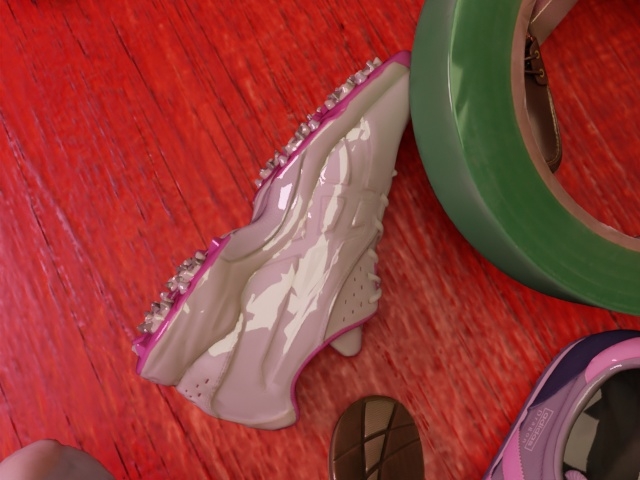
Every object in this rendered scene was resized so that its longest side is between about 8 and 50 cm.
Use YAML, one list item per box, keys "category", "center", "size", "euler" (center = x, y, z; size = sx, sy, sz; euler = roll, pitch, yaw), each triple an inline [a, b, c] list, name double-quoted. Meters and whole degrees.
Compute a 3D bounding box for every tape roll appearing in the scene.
- category: "tape roll"
  center: [0.225, -0.109, 0.490]
  size: [0.321, 0.077, 0.321]
  euler: [0, 92, -12]

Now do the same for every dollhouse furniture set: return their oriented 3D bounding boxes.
- category: "dollhouse furniture set"
  center: [0.215, -0.207, 0.598]
  size: [0.081, 0.091, 0.114]
  euler: [30, 106, -32]

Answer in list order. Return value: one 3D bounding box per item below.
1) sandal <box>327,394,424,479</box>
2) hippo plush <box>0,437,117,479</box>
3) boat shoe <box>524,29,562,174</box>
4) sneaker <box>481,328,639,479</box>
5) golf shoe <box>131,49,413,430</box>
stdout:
- category: "sandal"
  center: [0.036, 0.199, 0.492]
  size: [0.072, 0.049, 0.180]
  euler: [7, 63, -21]
- category: "hippo plush"
  center: [-0.170, 0.278, 0.418]
  size: [0.234, 0.294, 0.236]
  euler: [45, 108, 20]
- category: "boat shoe"
  center: [0.144, -0.133, 0.556]
  size: [0.064, 0.060, 0.178]
  euler: [-17, 78, -2]
- category: "sneaker"
  center: [0.147, 0.198, 0.450]
  size: [0.112, 0.131, 0.319]
  euler: [25, 80, 6]
- category: "golf shoe"
  center: [0.000, 0.000, 0.521]
  size: [0.140, 0.115, 0.306]
  euler: [39, 82, -9]
